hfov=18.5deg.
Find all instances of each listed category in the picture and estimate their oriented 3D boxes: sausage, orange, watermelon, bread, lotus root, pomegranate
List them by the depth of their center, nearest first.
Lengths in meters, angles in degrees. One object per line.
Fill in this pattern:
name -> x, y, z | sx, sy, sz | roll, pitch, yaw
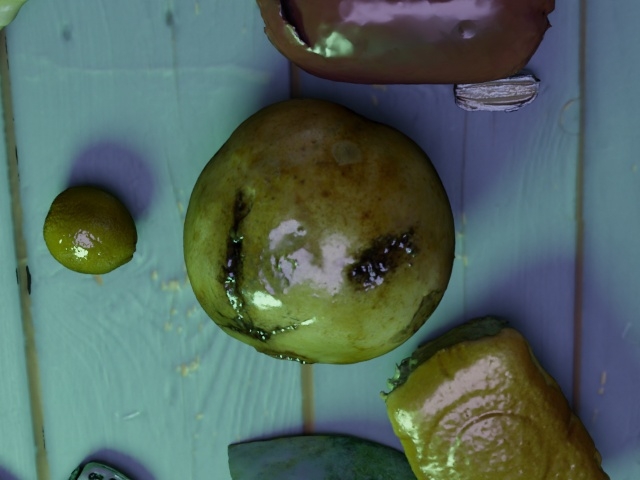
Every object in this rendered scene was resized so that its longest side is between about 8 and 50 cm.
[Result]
sausage -> 0.075, -0.218, 1.790 | 0.279, 0.152, 0.152 | 3, 112, 1
pomegranate -> 0.000, 0.000, 1.838 | 0.260, 0.260, 0.260 | 1, 112, 1
lotus root -> 0.169, -0.144, 1.879 | 0.083, 0.030, 0.037 | -3, 114, 4
orange -> -0.224, -0.008, 1.919 | 0.095, 0.085, 0.085 | 27, 110, -13
bread -> 0.176, 0.199, 1.971 | 0.174, 0.121, 0.245 | -26, 107, 13
watermelon -> 0.017, 0.322, 2.013 | 0.260, 0.256, 0.176 | 48, 150, -23

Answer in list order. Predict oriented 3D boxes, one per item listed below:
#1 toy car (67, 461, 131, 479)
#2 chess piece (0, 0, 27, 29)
toy car -> -0.270, 0.336, 2.062 | 0.090, 0.076, 0.224 | 36, 109, -10
chess piece -> -0.370, -0.129, 1.859 | 0.117, 0.117, 0.397 | 25, 112, -8
